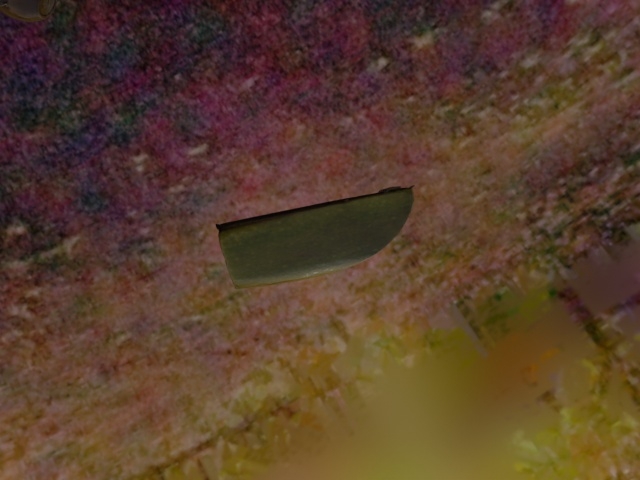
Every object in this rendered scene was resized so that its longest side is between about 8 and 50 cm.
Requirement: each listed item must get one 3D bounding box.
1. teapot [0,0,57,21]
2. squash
[{"bbox_3d":[-0.354,-0.308,0.811,0.085,0.080,0.110,-59,172,-53],"label":"teapot"},{"bbox_3d":[0.000,0.000,0.938,0.251,0.093,0.169,-12,177,-3],"label":"squash"}]
